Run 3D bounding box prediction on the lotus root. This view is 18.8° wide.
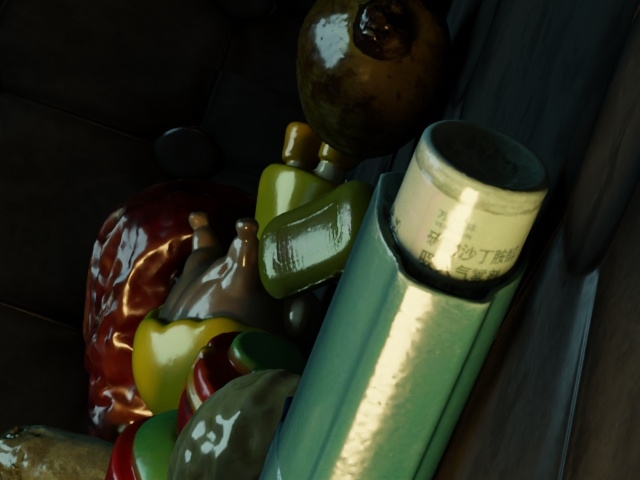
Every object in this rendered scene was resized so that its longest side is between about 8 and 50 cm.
[{"bbox_3d":[0.043,-0.147,1.609,0.260,0.129,0.145,94,180,-81],"label":"lotus root"}]

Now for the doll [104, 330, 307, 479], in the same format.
[{"bbox_3d":[-0.114,0.238,1.680,0.182,0.160,0.363,63,141,41],"label":"doll"}]

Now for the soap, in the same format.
[{"bbox_3d":[0.001,0.000,1.748,0.140,0.045,0.089,-25,57,32],"label":"soap"}]

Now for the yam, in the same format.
[{"bbox_3d":[-0.201,0.280,1.999,0.133,0.330,0.133,20,-90,-73],"label":"yam"}]

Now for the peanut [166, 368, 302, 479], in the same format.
[{"bbox_3d":[-0.059,0.209,1.305,0.136,0.120,0.298,-94,21,-62],"label":"peanut"}]

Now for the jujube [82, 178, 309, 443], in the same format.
[{"bbox_3d":[-0.143,0.120,2.138,0.276,0.277,0.376,-82,6,-74],"label":"jujube"}]

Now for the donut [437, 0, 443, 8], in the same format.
[{"bbox_3d":[0.076,-0.255,1.906,0.186,0.144,0.126,33,113,56],"label":"donut"}]

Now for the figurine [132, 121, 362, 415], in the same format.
[{"bbox_3d":[-0.055,0.042,1.899,0.343,0.187,0.215,-65,14,-13],"label":"figurine"}]

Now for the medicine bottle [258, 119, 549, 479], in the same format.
[{"bbox_3d":[0.036,0.056,0.938,0.124,0.079,0.258,-75,5,-58],"label":"medicine bottle"}]
